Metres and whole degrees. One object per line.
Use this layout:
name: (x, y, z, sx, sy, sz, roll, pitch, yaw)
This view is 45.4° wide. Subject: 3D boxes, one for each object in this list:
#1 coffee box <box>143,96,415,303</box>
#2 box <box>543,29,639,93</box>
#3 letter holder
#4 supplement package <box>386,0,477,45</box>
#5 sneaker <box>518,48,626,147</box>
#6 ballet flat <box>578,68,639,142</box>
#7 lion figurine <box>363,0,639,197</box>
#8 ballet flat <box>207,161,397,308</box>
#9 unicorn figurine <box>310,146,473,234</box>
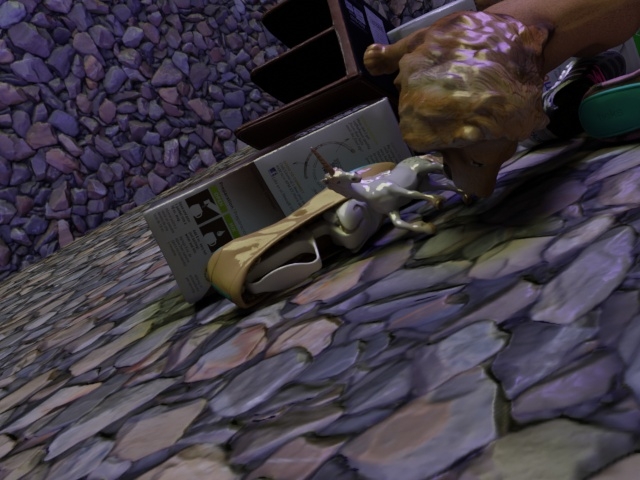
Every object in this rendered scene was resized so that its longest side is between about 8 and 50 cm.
coffee box: (-0.045, -0.052, 0.910, 0.297, 0.118, 0.168, -26, 10, -4)
box: (0.415, -0.311, 1.075, 0.231, 0.126, 0.262, -9, 22, 47)
letter holder: (0.017, -0.217, 1.112, 0.215, 0.152, 0.302, -22, -16, 26)
supplement package: (0.175, -0.216, 1.013, 0.105, 0.179, 0.105, -25, 12, 2)
sneaker: (0.289, -0.159, 0.841, 0.170, 0.063, 0.075, -35, 15, -19)
ballet flat: (0.316, -0.129, 0.653, 0.079, 0.076, 0.221, -26, 8, -17)
lion figurine: (0.203, -0.194, 0.743, 0.392, 0.142, 0.240, -39, 20, -21)
ballet flat: (0.000, 0.000, 0.772, 0.232, 0.080, 0.073, -30, 41, -11)
unicorn figurine: (0.076, -0.052, 0.737, 0.111, 0.060, 0.162, 24, 24, 30)
